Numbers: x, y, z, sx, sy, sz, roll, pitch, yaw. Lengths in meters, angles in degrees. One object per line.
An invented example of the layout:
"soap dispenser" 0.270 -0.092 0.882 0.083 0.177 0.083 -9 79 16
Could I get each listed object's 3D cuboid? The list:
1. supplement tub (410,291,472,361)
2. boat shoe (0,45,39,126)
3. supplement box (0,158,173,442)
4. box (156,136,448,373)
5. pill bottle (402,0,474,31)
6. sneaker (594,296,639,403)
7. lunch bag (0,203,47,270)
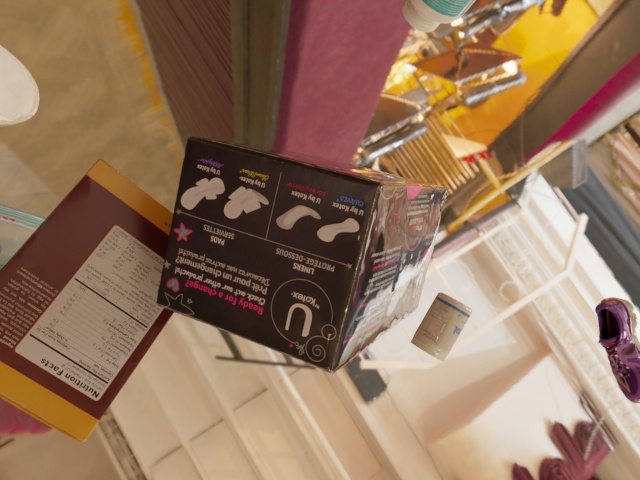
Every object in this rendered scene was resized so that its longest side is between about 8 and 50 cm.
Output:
"supplement tub" 0.217 0.153 1.039 0.107 0.071 0.071 -61 169 0
"boat shoe" -0.288 -0.114 0.386 0.063 0.066 0.184 0 -178 35
"supplement box" -0.227 0.059 0.543 0.191 0.129 0.194 -20 -145 59
"box" 0.000 0.000 0.523 0.247 0.163 0.142 -9 114 -67
"pill bottle" 0.272 -0.548 1.179 0.146 0.146 0.264 -26 171 -32
"sneaker" 0.474 0.176 0.925 0.071 0.169 0.068 -4 163 -36
"lunch bag" -0.458 0.054 0.739 0.279 0.107 0.224 -31 147 32
